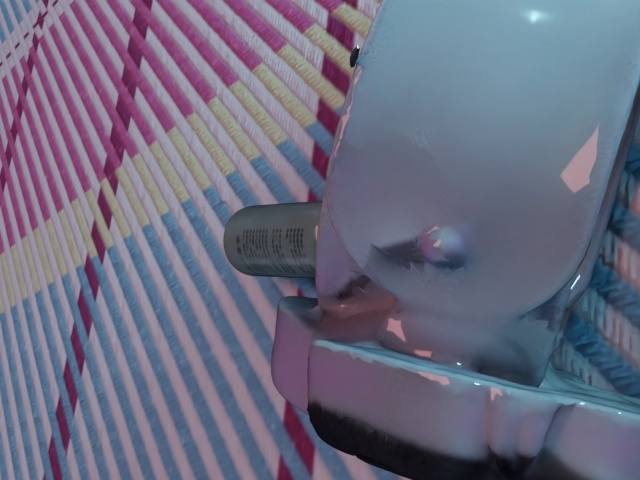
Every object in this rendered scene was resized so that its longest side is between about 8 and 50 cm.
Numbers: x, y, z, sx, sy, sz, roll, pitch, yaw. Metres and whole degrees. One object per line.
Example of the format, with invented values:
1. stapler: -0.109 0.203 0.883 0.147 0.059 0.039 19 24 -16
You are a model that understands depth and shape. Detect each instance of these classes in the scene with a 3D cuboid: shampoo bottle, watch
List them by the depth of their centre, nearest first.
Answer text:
1. watch: 0.089 -0.014 0.440 0.244 0.196 0.231 18 -90 -76
2. shampoo bottle: 0.000 0.000 0.724 0.195 0.056 0.056 1 73 57
